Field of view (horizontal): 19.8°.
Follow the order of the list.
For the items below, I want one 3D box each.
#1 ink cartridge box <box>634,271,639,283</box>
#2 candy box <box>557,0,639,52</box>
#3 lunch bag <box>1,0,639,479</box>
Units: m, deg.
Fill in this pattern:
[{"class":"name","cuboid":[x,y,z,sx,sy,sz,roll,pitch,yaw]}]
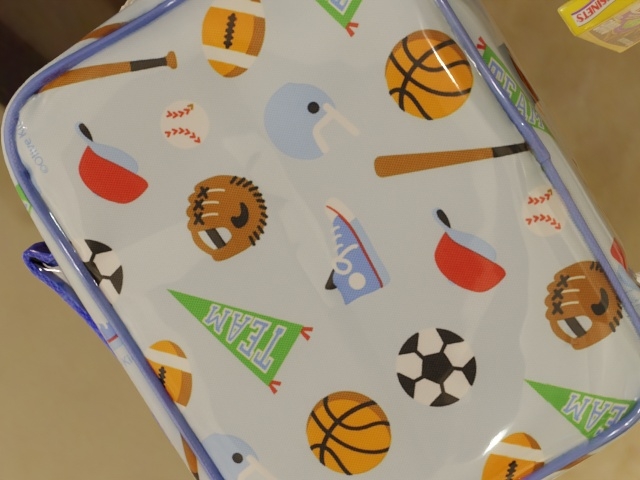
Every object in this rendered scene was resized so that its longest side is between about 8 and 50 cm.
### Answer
[{"class":"ink cartridge box","cuboid":[0.282,0.082,1.259,0.150,0.063,0.109,13,108,58]},{"class":"candy box","cuboid":[0.227,-0.169,1.247,0.105,0.206,0.027,-34,83,16]},{"class":"lunch bag","cuboid":[0.000,0.000,0.864,0.243,0.115,0.303,-32,92,11]}]
